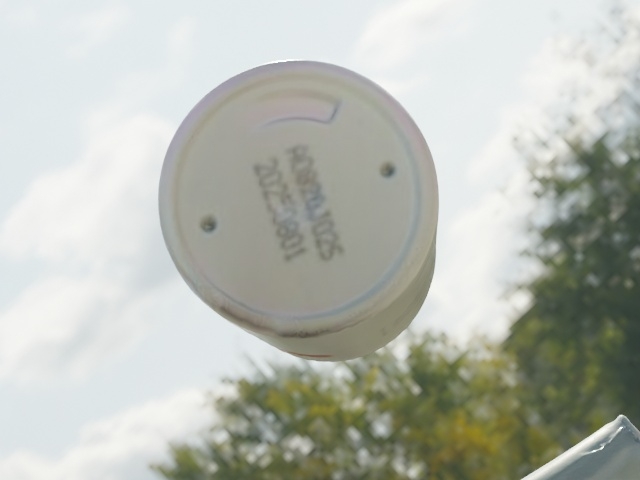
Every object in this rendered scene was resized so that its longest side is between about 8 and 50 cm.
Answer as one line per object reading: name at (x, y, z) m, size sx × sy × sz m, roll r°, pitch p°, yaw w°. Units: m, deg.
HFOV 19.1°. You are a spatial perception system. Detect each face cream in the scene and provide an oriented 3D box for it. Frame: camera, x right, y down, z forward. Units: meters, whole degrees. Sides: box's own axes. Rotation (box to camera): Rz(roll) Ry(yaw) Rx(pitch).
face cream at (0.000, 0.000, 0.807) m, size 0.102 × 0.102 × 0.345 m, roll -42°, pitch -6°, yaw -2°

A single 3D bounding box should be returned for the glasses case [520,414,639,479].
glasses case at (0.038, 0.204, 0.954) m, size 0.308 × 0.083 × 0.128 m, roll -27°, pitch -27°, yaw -6°
